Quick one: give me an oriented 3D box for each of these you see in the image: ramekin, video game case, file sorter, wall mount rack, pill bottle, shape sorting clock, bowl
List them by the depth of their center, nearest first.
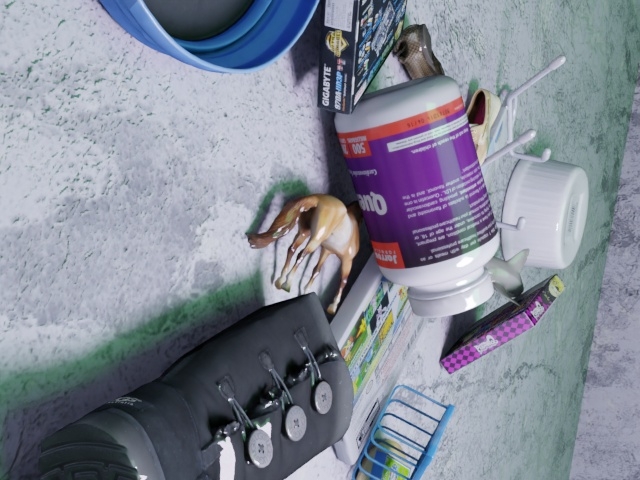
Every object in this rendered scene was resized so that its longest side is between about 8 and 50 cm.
[{"bbox_3d":[-0.108,-0.367,0.854,0.391,0.077,0.391,-27,122,-54],"label":"bowl"},{"bbox_3d":[0.146,-0.061,1.214,0.181,0.182,0.322,-33,110,-52],"label":"pill bottle"},{"bbox_3d":[0.092,0.154,1.382,0.329,0.036,0.300,-57,151,-33],"label":"video game case"},{"bbox_3d":[0.133,0.342,1.416,0.118,0.105,0.170,-51,164,-48],"label":"file sorter"},{"bbox_3d":[0.108,0.464,1.536,0.206,0.040,0.206,-13,105,-59],"label":"shape sorting clock"},{"bbox_3d":[0.391,-0.194,1.699,0.304,0.131,0.350,74,36,-52],"label":"wall mount rack"},{"bbox_3d":[0.377,0.171,1.753,0.041,0.232,0.210,54,37,4],"label":"video game case"},{"bbox_3d":[0.539,-0.062,2.020,0.277,0.135,0.277,-26,121,-55],"label":"ramekin"}]

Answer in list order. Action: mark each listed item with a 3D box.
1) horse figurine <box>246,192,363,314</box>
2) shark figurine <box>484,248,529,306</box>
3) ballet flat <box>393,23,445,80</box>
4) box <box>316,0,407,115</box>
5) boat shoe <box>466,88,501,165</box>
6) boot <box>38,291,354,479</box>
[{"bbox_3d":[0.000,0.000,1.175,0.263,0.066,0.174,33,78,-62],"label":"horse figurine"},{"bbox_3d":[0.393,0.063,1.753,0.116,0.166,0.278,-57,147,5],"label":"shark figurine"},{"bbox_3d":[0.170,-0.269,1.403,0.250,0.058,0.084,48,36,-61],"label":"ballet flat"},{"bbox_3d":[0.062,-0.297,1.107,0.175,0.051,0.220,93,20,-47],"label":"box"},{"bbox_3d":[0.291,-0.211,1.625,0.059,0.063,0.170,26,77,-45],"label":"boat shoe"},{"bbox_3d":[-0.093,0.284,0.949,0.445,0.146,0.366,-28,115,-66],"label":"boot"}]
